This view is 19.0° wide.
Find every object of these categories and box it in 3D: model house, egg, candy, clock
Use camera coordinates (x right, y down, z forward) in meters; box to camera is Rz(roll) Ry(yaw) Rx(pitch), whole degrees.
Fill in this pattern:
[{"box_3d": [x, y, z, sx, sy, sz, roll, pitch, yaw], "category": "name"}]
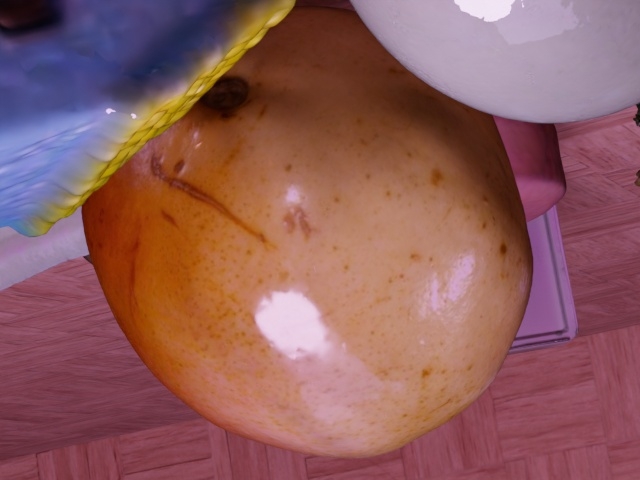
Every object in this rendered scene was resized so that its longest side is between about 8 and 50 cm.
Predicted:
[{"box_3d": [-0.164, -0.115, 1.015, 0.303, 0.215, 0.237, -9, 169, -24], "category": "model house"}, {"box_3d": [0.113, -0.164, 0.990, 0.203, 0.203, 0.282, -16, 162, 30], "category": "egg"}, {"box_3d": [0.105, -0.055, 1.813, 0.255, 0.094, 0.255, -10, 169, -2], "category": "candy"}, {"box_3d": [0.188, 0.026, 2.037, 0.147, 0.192, 0.071, -10, 170, -1], "category": "clock"}]

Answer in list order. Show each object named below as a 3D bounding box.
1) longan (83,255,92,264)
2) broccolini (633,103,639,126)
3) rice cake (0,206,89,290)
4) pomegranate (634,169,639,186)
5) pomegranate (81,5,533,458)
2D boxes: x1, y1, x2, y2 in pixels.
[{"box_3d": [-0.114, -0.065, 1.449, 0.204, 0.159, 0.185, -47, 136, 3], "category": "longan"}, {"box_3d": [0.277, -0.131, 1.689, 0.254, 0.057, 0.071, 4, 120, -60], "category": "broccolini"}, {"box_3d": [-0.241, -0.048, 1.386, 0.198, 0.189, 0.037, -13, -163, 32], "category": "rice cake"}, {"box_3d": [0.375, -0.092, 1.687, 0.205, 0.159, 0.159, -32, 161, 22], "category": "pomegranate"}, {"box_3d": [0.000, 0.000, 1.269, 0.319, 0.319, 0.319, -9, 169, -2], "category": "pomegranate"}]
